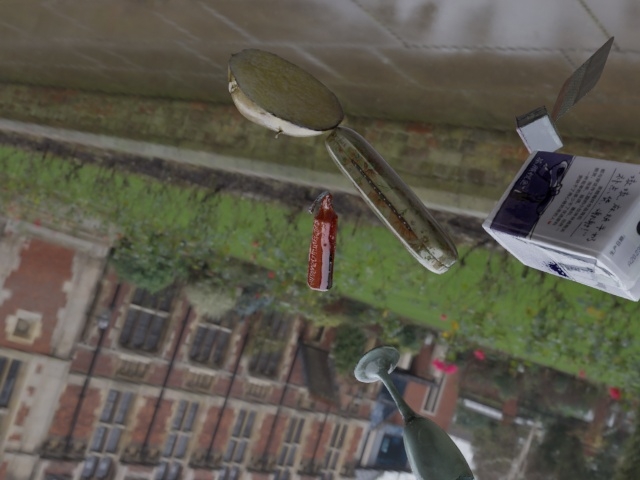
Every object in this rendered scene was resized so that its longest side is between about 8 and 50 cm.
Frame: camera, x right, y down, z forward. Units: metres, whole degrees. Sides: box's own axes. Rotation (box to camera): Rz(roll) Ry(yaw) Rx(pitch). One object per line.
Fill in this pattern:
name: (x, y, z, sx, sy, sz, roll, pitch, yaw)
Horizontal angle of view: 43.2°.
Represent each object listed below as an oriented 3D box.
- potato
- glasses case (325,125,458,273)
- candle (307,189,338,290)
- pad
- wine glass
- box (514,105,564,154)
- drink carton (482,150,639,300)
potato: (-0.099, -0.316, 1.885, 0.299, 0.116, 0.239, 33, -145, 5)
glasses case: (0.161, -0.097, 1.857, 0.425, 0.098, 0.156, 51, -165, 18)
candle: (0.000, 0.000, 1.216, 0.048, 0.162, 0.053, -1, -157, -13)
pad: (0.648, -0.465, 2.026, 0.055, 0.323, 0.250, 10, 159, -11)
wine glass: (0.156, 0.396, 1.507, 0.096, 0.264, 0.309, -8, -139, -23)
box: (0.405, -0.199, 1.496, 0.085, 0.063, 0.060, 55, -158, -23)
drink carton: (0.332, -0.026, 1.025, 0.102, 0.134, 0.222, 41, 172, -26)
